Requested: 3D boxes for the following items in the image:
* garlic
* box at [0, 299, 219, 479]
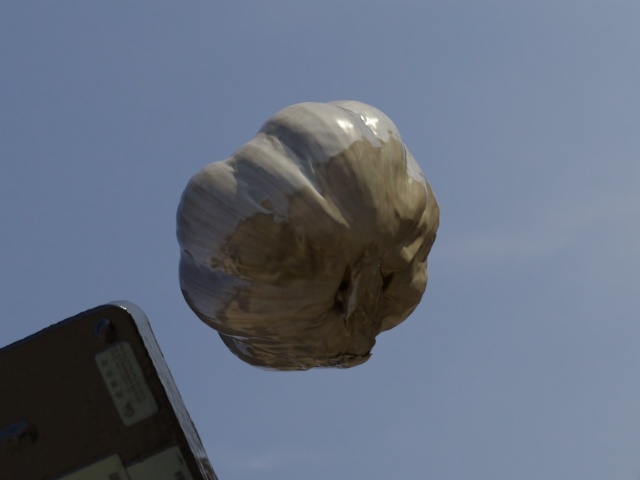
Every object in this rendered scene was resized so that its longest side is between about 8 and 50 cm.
[{"bbox_3d":[-0.001,0.004,1.475,0.228,0.152,0.228,-13,-66,-32],"label":"garlic"},{"bbox_3d":[-0.190,0.245,1.671,0.211,0.350,0.058,-25,0,7],"label":"box"}]
